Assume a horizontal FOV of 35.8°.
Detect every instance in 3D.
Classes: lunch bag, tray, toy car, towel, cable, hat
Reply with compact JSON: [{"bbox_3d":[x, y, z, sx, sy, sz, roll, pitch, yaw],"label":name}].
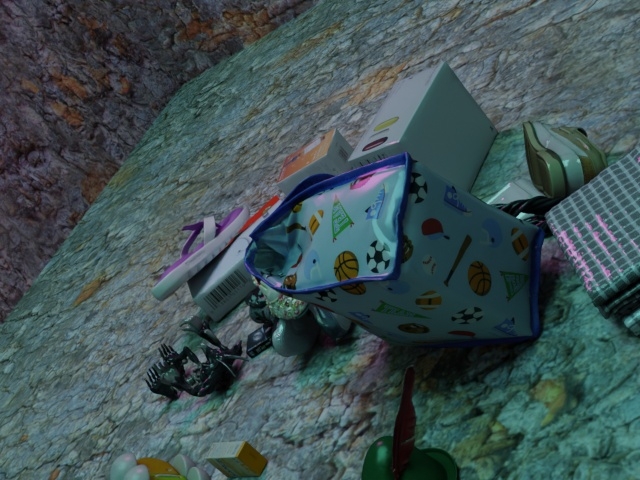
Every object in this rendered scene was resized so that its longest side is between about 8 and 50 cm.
[{"bbox_3d":[0.107,0.037,1.583,0.385,0.328,0.238,-18,54,49],"label":"lunch bag"},{"bbox_3d":[0.289,-0.015,1.807,0.270,0.030,0.145,-41,24,4],"label":"tray"},{"bbox_3d":[-0.292,0.463,1.786,0.182,0.159,0.136,11,92,62],"label":"toy car"},{"bbox_3d":[0.463,-0.021,1.423,0.235,0.121,0.283,-37,24,15],"label":"towel"},{"bbox_3d":[0.325,-0.034,1.647,0.185,0.151,0.047,-10,77,37],"label":"cable"},{"bbox_3d":[0.076,0.304,1.389,0.208,0.183,0.173,-52,24,-21],"label":"hat"}]

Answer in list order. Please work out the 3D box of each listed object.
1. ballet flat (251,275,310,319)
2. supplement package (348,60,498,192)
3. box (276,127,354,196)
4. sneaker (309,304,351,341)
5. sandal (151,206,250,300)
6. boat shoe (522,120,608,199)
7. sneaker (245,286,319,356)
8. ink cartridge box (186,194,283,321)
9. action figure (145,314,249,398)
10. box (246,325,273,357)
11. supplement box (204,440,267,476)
[{"bbox_3d":[-0.091,0.086,1.907,0.091,0.077,0.241,-52,23,-1],"label":"ballet flat"},{"bbox_3d":[0.213,-0.193,2.015,0.145,0.204,0.261,-17,33,45],"label":"supplement package"},{"bbox_3d":[-0.010,-0.182,2.500,0.171,0.091,0.130,-28,27,29],"label":"box"},{"bbox_3d":[0.049,0.079,1.931,0.122,0.110,0.283,-28,27,23],"label":"sneaker"},{"bbox_3d":[-0.294,-0.001,2.424,0.169,0.102,0.416,-37,8,33],"label":"sandal"},{"bbox_3d":[0.424,-0.144,1.740,0.103,0.113,0.302,-12,22,5],"label":"boat shoe"},{"bbox_3d":[-0.081,0.154,1.995,0.153,0.101,0.268,-20,25,26],"label":"sneaker"},{"bbox_3d":[-0.201,0.010,2.472,0.308,0.091,0.385,-42,24,1],"label":"ink cartridge box"},{"bbox_3d":[-0.274,0.256,2.095,0.276,0.141,0.164,-20,30,48],"label":"action figure"},{"bbox_3d":[-0.118,0.204,2.087,0.083,0.018,0.067,-34,25,19],"label":"box"},{"bbox_3d":[-0.150,0.389,1.759,0.098,0.062,0.036,-16,36,47],"label":"supplement box"}]
